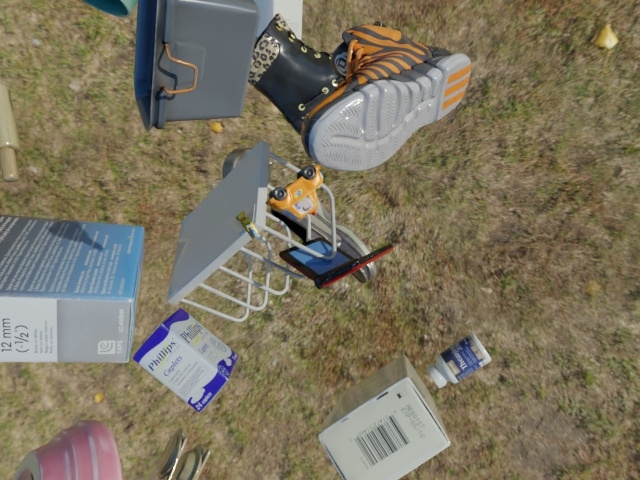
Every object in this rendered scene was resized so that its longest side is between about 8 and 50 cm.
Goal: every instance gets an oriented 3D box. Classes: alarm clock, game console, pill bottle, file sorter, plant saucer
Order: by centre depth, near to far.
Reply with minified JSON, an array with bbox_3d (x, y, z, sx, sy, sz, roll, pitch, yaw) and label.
[{"bbox_3d":[-0.344,0.397,0.648,0.084,0.332,0.332,16,103,-35],"label":"plant saucer"},{"bbox_3d":[0.029,0.017,0.845,0.124,0.144,0.085,-32,85,32],"label":"game console"},{"bbox_3d":[-0.125,0.003,0.952,0.173,0.193,0.277,29,132,-31],"label":"file sorter"},{"bbox_3d":[0.278,0.247,1.058,0.120,0.067,0.067,-35,91,6],"label":"pill bottle"},{"bbox_3d":[-0.205,-0.172,1.375,0.064,0.192,0.129,10,125,47],"label":"alarm clock"}]

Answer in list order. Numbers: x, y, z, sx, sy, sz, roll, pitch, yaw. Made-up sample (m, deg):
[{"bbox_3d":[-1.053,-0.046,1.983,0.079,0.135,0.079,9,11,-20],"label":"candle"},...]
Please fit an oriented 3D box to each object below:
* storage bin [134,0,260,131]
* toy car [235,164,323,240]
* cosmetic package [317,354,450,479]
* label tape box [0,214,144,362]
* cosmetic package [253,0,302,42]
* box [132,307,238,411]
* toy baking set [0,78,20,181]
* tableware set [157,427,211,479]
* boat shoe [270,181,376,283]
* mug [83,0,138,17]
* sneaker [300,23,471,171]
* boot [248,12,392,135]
[{"bbox_3d":[-0.108,-0.165,0.459,0.091,0.098,0.135,-6,134,-27],"label":"storage bin"},{"bbox_3d":[-0.034,-0.032,0.495,0.060,0.122,0.041,-39,98,-27],"label":"toy car"},{"bbox_3d":[0.107,0.290,0.865,0.160,0.309,0.113,-34,79,4],"label":"cosmetic package"},{"bbox_3d":[-0.445,0.060,0.758,0.347,0.249,0.115,3,114,-16],"label":"label tape box"},{"bbox_3d":[-0.171,-0.730,1.607,0.196,0.155,0.366,21,126,28],"label":"cosmetic package"},{"bbox_3d":[-0.214,0.190,0.852,0.137,0.126,0.072,40,92,-4],"label":"box"},{"bbox_3d":[-0.452,-0.106,0.606,0.196,0.030,0.256,-20,79,-10],"label":"toy baking set"},{"bbox_3d":[-0.183,0.304,0.624,0.020,0.168,0.141,30,67,-19],"label":"tableware set"},{"bbox_3d":[0.000,0.000,1.450,0.355,0.132,0.130,44,71,8],"label":"boat shoe"},{"bbox_3d":[-0.253,-0.333,0.569,0.129,0.158,0.097,26,87,2],"label":"mug"},{"bbox_3d":[0.057,-0.213,0.749,0.180,0.321,0.125,36,138,29],"label":"sneaker"},{"bbox_3d":[-0.012,-0.474,1.347,0.284,0.138,0.377,36,93,-19],"label":"boot"}]
